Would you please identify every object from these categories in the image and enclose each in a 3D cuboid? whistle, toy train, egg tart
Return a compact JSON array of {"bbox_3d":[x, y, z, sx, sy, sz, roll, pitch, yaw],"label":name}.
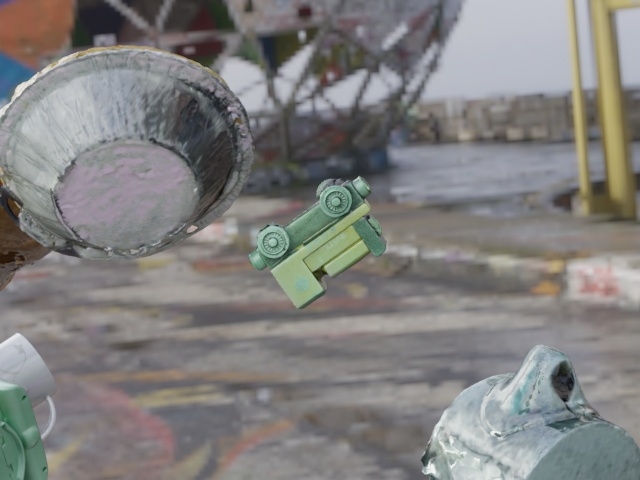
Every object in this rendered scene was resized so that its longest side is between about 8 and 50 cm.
[{"bbox_3d":[0.198,0.322,1.736,0.188,0.404,0.168,36,-6,-35],"label":"whistle"},{"bbox_3d":[0.000,0.000,1.337,0.122,0.081,0.050,-34,3,7],"label":"toy train"},{"bbox_3d":[-0.171,-0.065,1.370,0.234,0.234,0.094,-6,39,-8],"label":"egg tart"}]

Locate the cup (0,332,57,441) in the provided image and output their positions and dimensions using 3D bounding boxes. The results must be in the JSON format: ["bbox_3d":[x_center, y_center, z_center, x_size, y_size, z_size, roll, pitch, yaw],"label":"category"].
[{"bbox_3d":[-0.421,0.207,2.081,0.133,0.099,0.136,-33,47,-23],"label":"cup"}]

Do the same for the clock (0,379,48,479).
[{"bbox_3d":[-0.377,0.251,1.674,0.060,0.148,0.188,11,37,30],"label":"clock"}]

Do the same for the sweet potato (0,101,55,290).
[{"bbox_3d":[-0.295,-0.051,1.533,0.131,0.131,0.337,-10,-20,-41],"label":"sweet potato"}]
